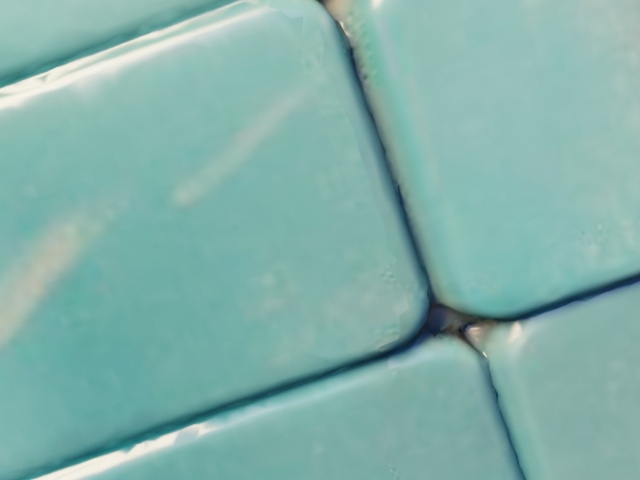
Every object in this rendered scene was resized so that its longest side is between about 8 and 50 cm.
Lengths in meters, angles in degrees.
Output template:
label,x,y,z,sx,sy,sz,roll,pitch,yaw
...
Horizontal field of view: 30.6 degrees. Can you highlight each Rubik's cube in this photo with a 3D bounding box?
label,x,y,z,sx,sy,sz,roll,pitch,yaw
Rubik's cube,-0.055,-0.031,0.458,0.321,0.319,0.316,-19,103,1
